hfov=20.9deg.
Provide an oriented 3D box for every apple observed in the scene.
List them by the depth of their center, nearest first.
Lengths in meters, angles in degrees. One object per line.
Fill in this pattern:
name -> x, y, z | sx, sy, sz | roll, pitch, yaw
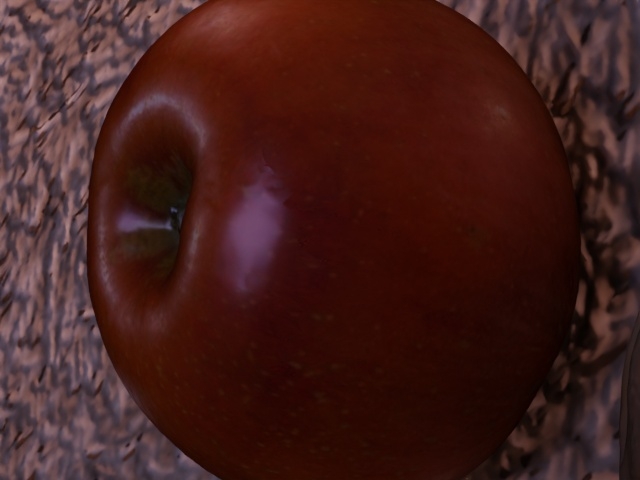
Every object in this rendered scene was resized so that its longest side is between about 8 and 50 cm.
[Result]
apple -> 0.000, 0.000, 0.528 | 0.163, 0.139, 0.163 | -11, 74, 44

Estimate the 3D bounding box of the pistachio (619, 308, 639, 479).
pistachio -> 0.152, 0.016, 0.367 | 0.138, 0.153, 0.238 | -83, 17, -79
